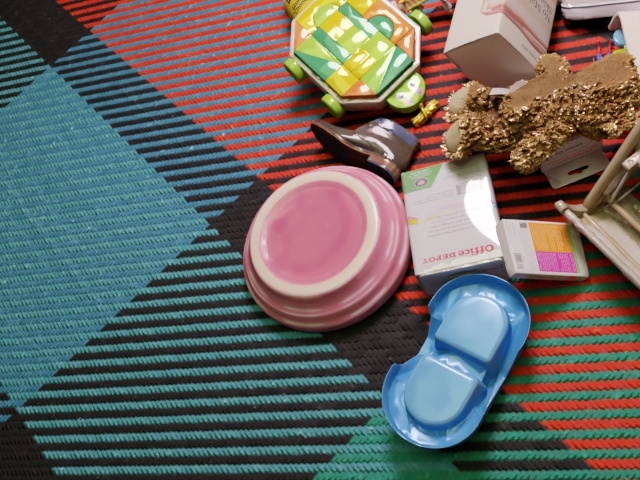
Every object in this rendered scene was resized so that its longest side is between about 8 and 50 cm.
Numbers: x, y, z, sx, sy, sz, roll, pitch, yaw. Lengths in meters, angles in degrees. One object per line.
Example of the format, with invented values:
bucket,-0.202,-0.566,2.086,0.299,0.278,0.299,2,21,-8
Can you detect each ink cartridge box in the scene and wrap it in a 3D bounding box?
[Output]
ink cartridge box,0.424,-0.200,1.361,0.115,0.067,0.198,-23,57,8
ink cartridge box,0.234,-0.026,1.326,0.154,0.093,0.213,-13,57,15

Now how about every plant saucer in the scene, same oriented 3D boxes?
plant saucer,0.000,0.000,1.400,0.332,0.084,0.332,-10,63,19

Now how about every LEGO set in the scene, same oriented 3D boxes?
LEGO set,0.269,-0.512,1.601,0.287,0.107,0.132,-35,21,5

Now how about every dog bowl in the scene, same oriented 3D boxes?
dog bowl,0.221,0.197,1.218,0.165,0.074,0.297,25,73,30

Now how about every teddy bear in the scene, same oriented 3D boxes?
teddy bear,0.365,-0.213,1.295,0.337,0.113,0.245,-18,39,12

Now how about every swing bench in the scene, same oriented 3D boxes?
swing bench,0.548,-0.049,1.158,0.255,0.165,0.253,-54,52,27

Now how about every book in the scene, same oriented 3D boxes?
book,0.360,0.017,1.237,0.144,0.035,0.096,5,60,-22

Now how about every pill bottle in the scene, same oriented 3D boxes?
pill bottle,-0.021,-0.515,1.692,0.103,0.103,0.184,-33,56,2

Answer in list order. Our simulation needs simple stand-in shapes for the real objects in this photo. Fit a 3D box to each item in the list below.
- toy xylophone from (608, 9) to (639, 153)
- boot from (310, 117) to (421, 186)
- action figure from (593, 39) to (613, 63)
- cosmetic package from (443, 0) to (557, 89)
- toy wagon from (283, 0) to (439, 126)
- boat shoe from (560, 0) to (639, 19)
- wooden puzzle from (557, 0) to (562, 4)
toy xylophone,0.616,-0.286,1.322,0.236,0.081,0.323,6,62,10
boot,0.089,-0.196,1.495,0.219,0.082,0.106,35,69,23
action figure,0.523,-0.322,1.415,0.038,0.030,0.115,3,66,17
cosmetic package,0.355,-0.449,1.458,0.129,0.153,0.296,-11,56,49
toy wagon,0.100,-0.367,1.530,0.267,0.068,0.344,-44,71,-1
boat shoe,0.587,-0.478,1.426,0.267,0.088,0.096,0,31,26
wooden puzzle,0.543,-0.583,1.542,0.238,0.044,0.221,-15,58,14
